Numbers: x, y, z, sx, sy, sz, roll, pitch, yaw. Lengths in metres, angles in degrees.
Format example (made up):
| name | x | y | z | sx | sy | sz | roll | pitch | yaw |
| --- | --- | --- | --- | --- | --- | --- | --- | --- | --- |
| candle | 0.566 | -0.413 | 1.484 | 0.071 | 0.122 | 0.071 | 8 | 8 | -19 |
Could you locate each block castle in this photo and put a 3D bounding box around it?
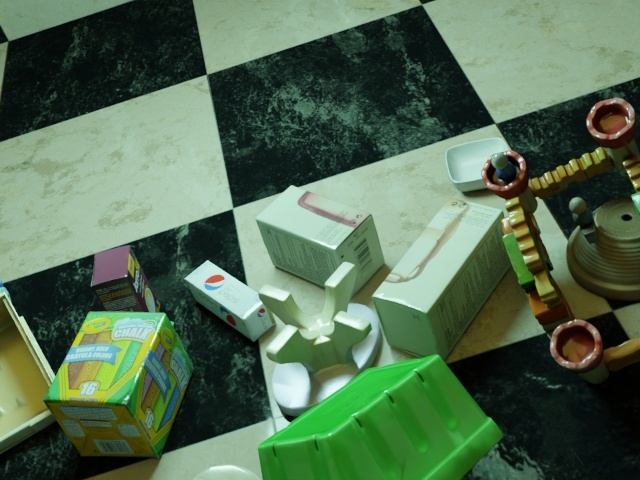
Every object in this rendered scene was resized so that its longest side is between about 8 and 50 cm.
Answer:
| name | x | y | z | sx | sy | sz | roll | pitch | yaw |
| --- | --- | --- | --- | --- | --- | --- | --- | --- | --- |
| block castle | 0.484 | -0.004 | 1.654 | 0.303 | 0.213 | 0.453 | -25 | 57 | 16 |

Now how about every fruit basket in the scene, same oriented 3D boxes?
| name | x | y | z | sx | sy | sz | roll | pitch | yaw |
| --- | --- | --- | --- | --- | --- | --- | --- | --- | --- |
| fruit basket | 0.129 | 0.401 | 1.449 | 0.283 | 0.392 | 0.392 | -20 | 31 | 44 |

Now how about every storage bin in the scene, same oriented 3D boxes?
| name | x | y | z | sx | sy | sz | roll | pitch | yaw |
| --- | --- | --- | --- | --- | --- | --- | --- | --- | --- |
| storage bin | -0.682 | 0.292 | 1.899 | 0.262 | 0.123 | 0.260 | -30 | 67 | -13 |

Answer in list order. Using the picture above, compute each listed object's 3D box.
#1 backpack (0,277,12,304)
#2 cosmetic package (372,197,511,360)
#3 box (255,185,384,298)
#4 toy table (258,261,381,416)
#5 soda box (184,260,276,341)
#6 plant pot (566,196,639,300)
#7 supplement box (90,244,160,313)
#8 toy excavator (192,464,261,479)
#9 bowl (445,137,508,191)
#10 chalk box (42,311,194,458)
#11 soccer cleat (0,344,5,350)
| name | x | y | z | sx | sy | sz | roll | pitch | yaw |
| --- | --- | --- | --- | --- | --- | --- | --- | --- | --- |
| backpack | -0.862 | 0.167 | 2.064 | 0.355 | 0.290 | 0.273 | -15 | 84 | -13 |
| cosmetic package | 0.242 | 0.073 | 1.831 | 0.129 | 0.153 | 0.296 | 16 | 50 | 35 |
| box | 0.000 | 0.000 | 2.005 | 0.232 | 0.148 | 0.127 | 22 | 55 | 37 |
| toy table | 0.000 | 0.181 | 1.795 | 0.252 | 0.161 | 0.274 | 7 | 46 | 27 |
| soda box | -0.191 | 0.125 | 1.994 | 0.069 | 0.074 | 0.216 | -39 | 44 | -22 |
| plant pot | 0.591 | -0.004 | 1.817 | 0.237 | 0.109 | 0.237 | -11 | 42 | 10 |
| supplement box | -0.409 | 0.117 | 1.998 | 0.081 | 0.188 | 0.104 | -14 | 40 | 5 |
| toy excavator | -0.277 | 0.570 | 1.392 | 0.445 | 0.222 | 0.433 | -9 | 46 | -4 |
| bowl | 0.358 | -0.164 | 2.125 | 0.142 | 0.053 | 0.142 | -12 | 41 | 9 |
| chalk box | -0.374 | 0.253 | 1.840 | 0.180 | 0.179 | 0.289 | -3 | 43 | 18 |
| soccer cleat | -0.747 | 0.268 | 2.046 | 0.248 | 0.083 | 0.095 | -25 | 36 | -4 |
